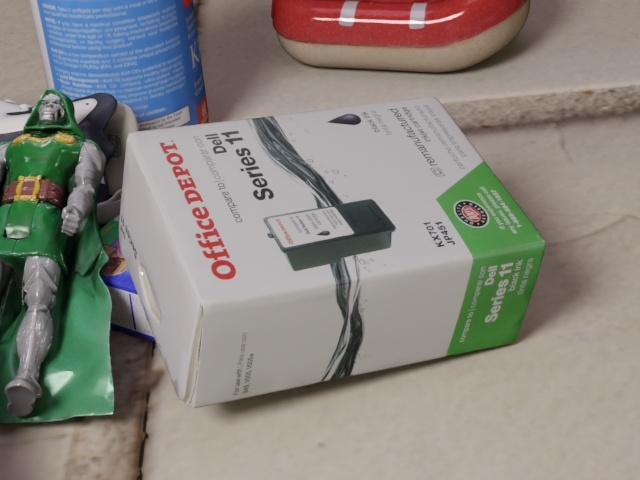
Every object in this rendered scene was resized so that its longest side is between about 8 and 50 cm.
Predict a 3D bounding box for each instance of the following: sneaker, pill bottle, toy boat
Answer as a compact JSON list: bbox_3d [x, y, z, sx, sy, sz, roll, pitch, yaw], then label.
[{"bbox_3d":[-0.206,-0.070,0.889,0.153,0.094,0.235,-15,34,-18],"label":"sneaker"},{"bbox_3d":[-0.158,-0.175,0.926,0.124,0.221,0.124,-3,33,2],"label":"pill bottle"},{"bbox_3d":[0.070,-0.240,1.063,0.231,0.151,0.151,4,34,14],"label":"toy boat"}]

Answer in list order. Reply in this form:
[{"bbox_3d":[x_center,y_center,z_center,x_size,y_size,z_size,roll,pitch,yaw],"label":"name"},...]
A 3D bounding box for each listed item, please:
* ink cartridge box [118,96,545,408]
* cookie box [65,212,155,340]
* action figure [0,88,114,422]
[{"bbox_3d":[0.000,0.000,0.710,0.208,0.087,0.153,-10,45,-22],"label":"ink cartridge box"},{"bbox_3d":[-0.099,0.020,0.781,0.107,0.040,0.092,14,38,26],"label":"cookie box"},{"bbox_3d":[-0.180,-0.001,0.737,0.137,0.063,0.232,0,53,3],"label":"action figure"}]
